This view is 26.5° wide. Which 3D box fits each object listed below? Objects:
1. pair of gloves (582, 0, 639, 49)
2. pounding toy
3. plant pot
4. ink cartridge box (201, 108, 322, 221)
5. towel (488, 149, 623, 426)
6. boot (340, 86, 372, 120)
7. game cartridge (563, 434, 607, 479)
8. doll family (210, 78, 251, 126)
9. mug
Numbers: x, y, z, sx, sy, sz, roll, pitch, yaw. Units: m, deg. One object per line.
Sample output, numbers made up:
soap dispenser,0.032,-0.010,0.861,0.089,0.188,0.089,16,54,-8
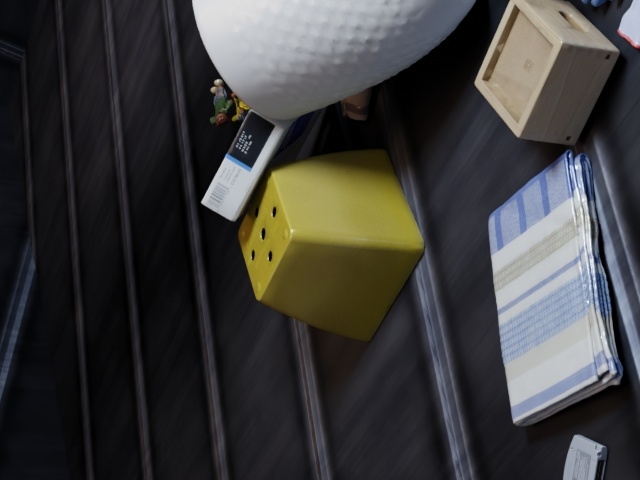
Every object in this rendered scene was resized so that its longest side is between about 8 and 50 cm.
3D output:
pair of gloves,0.352,-0.310,1.508,0.198,0.023,0.159,-115,39,-48
pounding toy,0.269,-0.247,1.581,0.206,0.094,0.181,-68,31,29
plant pot,0.000,0.000,1.979,0.212,0.187,0.212,-62,34,38
ink cartridge box,-0.077,-0.149,2.077,0.165,0.065,0.332,-61,-4,19
towel,0.269,0.061,1.592,0.209,0.034,0.285,135,136,-56
boot,0.065,-0.226,2.066,0.118,0.042,0.087,-165,75,-65
game cartridge,0.294,0.263,1.519,0.056,0.017,0.083,19,102,60
doll family,-0.131,-0.270,2.436,0.193,0.076,0.111,-53,35,42
mug,0.050,-0.375,1.873,0.328,0.276,0.374,-19,32,33
